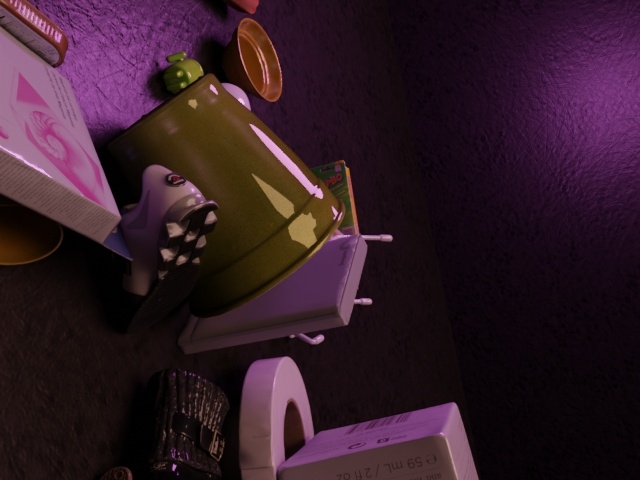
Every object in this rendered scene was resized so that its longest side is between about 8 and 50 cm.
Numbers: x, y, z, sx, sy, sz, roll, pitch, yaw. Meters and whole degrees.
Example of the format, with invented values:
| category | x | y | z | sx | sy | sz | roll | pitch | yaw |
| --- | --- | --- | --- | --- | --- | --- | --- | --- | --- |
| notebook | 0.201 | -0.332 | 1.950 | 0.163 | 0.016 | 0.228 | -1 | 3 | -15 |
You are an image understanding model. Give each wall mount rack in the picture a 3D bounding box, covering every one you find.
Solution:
| category | x | y | z | sx | sy | sz | roll | pitch | yaw |
| --- | --- | --- | --- | --- | --- | --- | --- | --- | --- |
| wall mount rack | 0.042 | 0.103 | 1.699 | 0.304 | 0.131 | 0.350 | -34 | 145 | -56 |

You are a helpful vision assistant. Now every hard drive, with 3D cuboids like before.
| category | x | y | z | sx | sy | sz | roll | pitch | yaw |
| --- | --- | --- | --- | --- | --- | --- | --- | --- | --- |
| hard drive | -0.093 | 0.105 | 1.335 | 0.047 | 0.353 | 0.233 | 62 | 28 | -30 |

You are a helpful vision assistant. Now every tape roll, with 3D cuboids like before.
| category | x | y | z | sx | sy | sz | roll | pitch | yaw |
| --- | --- | --- | --- | --- | --- | --- | --- | --- | --- |
| tape roll | -0.083 | 0.441 | 1.423 | 0.392 | 0.072 | 0.391 | -8 | 90 | -80 |

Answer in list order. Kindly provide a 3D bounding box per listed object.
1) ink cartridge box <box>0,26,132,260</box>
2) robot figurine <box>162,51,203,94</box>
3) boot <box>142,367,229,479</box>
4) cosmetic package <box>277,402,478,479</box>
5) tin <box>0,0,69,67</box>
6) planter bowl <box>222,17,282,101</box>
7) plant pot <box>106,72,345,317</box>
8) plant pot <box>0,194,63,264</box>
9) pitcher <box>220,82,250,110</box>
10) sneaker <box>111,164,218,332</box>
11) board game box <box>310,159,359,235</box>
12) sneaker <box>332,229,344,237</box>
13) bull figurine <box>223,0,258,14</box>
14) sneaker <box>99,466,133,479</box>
| category | x | y | z | sx | sy | sz | roll | pitch | yaw |
| --- | --- | --- | --- | --- | --- | --- | --- | --- | --- |
| ink cartridge box | -0.400 | -0.159 | 0.977 | 0.324 | 0.071 | 0.330 | 60 | 11 | 31 |
| robot figurine | -0.299 | -0.359 | 1.476 | 0.115 | 0.067 | 0.101 | -58 | 136 | -58 |
| boot | -0.211 | 0.413 | 1.198 | 0.260 | 0.131 | 0.348 | -97 | 173 | -48 |
| cosmetic package | 0.157 | 0.568 | 1.328 | 0.327 | 0.330 | 0.393 | 13 | 61 | -76 |
| tin | -0.472 | -0.326 | 1.027 | 0.190 | 0.106 | 0.040 | 39 | 44 | -54 |
| planter bowl | -0.190 | -0.450 | 1.736 | 0.217 | 0.090 | 0.217 | 44 | 39 | -52 |
| plant pot | -0.199 | -0.107 | 1.274 | 0.353 | 0.367 | 0.366 | 55 | 30 | -18 |
| plant pot | -0.437 | -0.042 | 0.951 | 0.134 | 0.134 | 0.095 | 42 | 25 | -53 |
| pitcher | -0.247 | -0.260 | 1.494 | 0.178 | 0.126 | 0.207 | 39 | 54 | -37 |
| sneaker | -0.281 | 0.015 | 1.132 | 0.146 | 0.330 | 0.122 | 43 | 36 | 19 |
| board game box | 0.040 | -0.103 | 2.025 | 0.039 | 0.124 | 0.259 | 9 | 70 | -66 |
| sneaker | 0.000 | 0.000 | 1.919 | 0.302 | 0.108 | 0.121 | 58 | 30 | -20 |
| bull figurine | -0.261 | -0.687 | 1.688 | 0.310 | 0.101 | 0.188 | 24 | 54 | -61 |
| sneaker | -0.324 | 0.446 | 1.031 | 0.071 | 0.066 | 0.188 | 72 | 23 | -55 |
